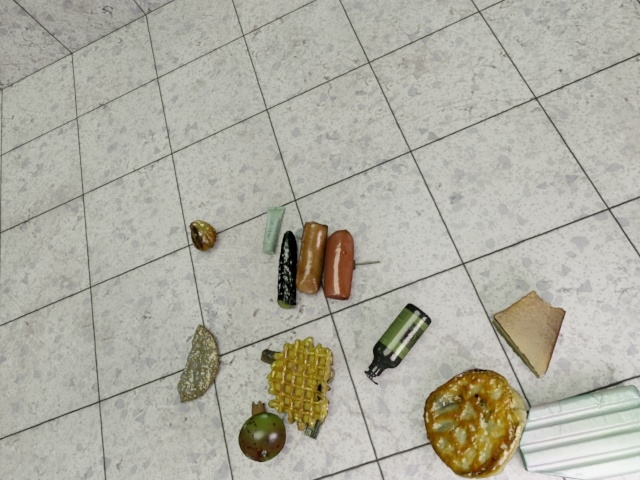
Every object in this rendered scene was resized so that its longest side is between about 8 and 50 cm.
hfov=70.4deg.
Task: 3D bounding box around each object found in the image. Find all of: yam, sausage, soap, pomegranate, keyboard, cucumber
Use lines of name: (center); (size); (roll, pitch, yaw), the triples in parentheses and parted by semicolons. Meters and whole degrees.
yam: (-0.083, 0.438, 1.596); (0.274, 0.061, 0.061); (11, 74, 22)
sausage: (0.067, 0.084, 1.646); (0.113, 0.113, 0.259); (-1, 73, 17)
soap: (0.728, 0.546, 1.263); (0.347, 0.115, 0.208); (-18, 64, 11)
pomegranate: (-0.198, 0.635, 1.516); (0.159, 0.159, 0.205); (-29, 38, 5)
sausage: (-0.033, 0.064, 1.678); (0.109, 0.109, 0.270); (7, 88, 20)
keyboard: (-0.011, 0.600, 1.532); (0.049, 0.015, 0.129); (17, 76, 23)
cucumber: (-0.125, 0.107, 1.723); (0.072, 0.081, 0.303); (6, 65, -12)

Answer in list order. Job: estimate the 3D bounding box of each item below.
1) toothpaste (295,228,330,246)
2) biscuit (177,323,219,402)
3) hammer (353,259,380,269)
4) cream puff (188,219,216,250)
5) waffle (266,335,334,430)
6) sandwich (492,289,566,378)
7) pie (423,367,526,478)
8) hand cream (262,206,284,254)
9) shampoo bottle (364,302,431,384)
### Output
toothpaste: (0.000, 0.000, 1.746); (0.194, 0.043, 0.067); (19, 79, 16)
biscuit: (-0.446, 0.472, 1.706); (0.141, 0.038, 0.290); (11, 75, 20)
hammer: (0.165, 0.085, 1.674); (0.110, 0.019, 0.035); (-6, 68, 10)
cream puff: (-0.482, -0.023, 1.865); (0.104, 0.119, 0.133); (-23, 82, -18)
waffle: (-0.055, 0.477, 1.519); (0.309, 0.065, 0.283); (-44, 71, 19)
sandwich: (0.667, 0.282, 1.386); (0.186, 0.108, 0.220); (-33, 62, 4)
pie: (0.446, 0.531, 1.340); (0.315, 0.092, 0.315); (-22, 52, 31)
hand cream: (-0.194, -0.045, 1.819); (0.078, 0.050, 0.205); (-1, 65, 20)
shampoo bottle: (0.246, 0.344, 1.501); (0.101, 0.101, 0.284); (37, 84, 26)
